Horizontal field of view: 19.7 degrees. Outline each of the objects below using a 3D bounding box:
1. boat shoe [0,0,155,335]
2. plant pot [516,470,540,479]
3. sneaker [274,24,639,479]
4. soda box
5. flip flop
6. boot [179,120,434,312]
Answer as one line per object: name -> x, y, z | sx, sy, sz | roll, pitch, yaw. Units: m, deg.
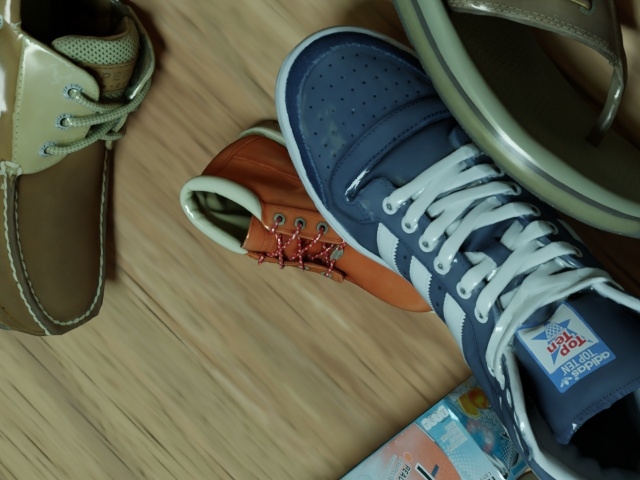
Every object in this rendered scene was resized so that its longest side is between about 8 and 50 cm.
boat shoe -> -0.159, -0.098, 1.026 | 0.120, 0.122, 0.324 | 7, 115, 30
plant pot -> 0.101, 0.285, 0.910 | 0.256, 0.274, 0.256 | 16, 120, 30
sneaker -> 0.082, 0.012, 0.865 | 0.099, 0.153, 0.282 | -37, 93, -2
soda box -> 0.046, 0.139, 1.020 | 0.058, 0.063, 0.183 | 51, 130, 6
flip flop -> 0.087, -0.120, 0.856 | 0.080, 0.112, 0.277 | -34, 83, 26
boot -> 0.000, 0.000, 0.978 | 0.158, 0.084, 0.059 | 31, 124, 19
